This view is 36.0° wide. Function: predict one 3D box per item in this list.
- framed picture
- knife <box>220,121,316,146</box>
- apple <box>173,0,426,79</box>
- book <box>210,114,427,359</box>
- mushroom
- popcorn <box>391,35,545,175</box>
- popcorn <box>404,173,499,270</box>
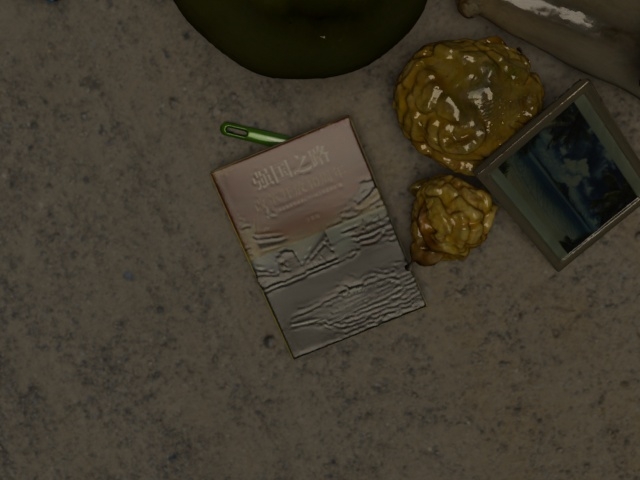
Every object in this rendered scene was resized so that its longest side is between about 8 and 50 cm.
[{"bbox_3d":[0.419,-0.101,1.653,0.232,0.024,0.315,-41,129,9],"label":"framed picture"},{"bbox_3d":[-0.070,-0.183,1.727,0.212,0.015,0.054,12,101,-1],"label":"knife"},{"bbox_3d":[-0.034,-0.462,1.469,0.474,0.473,0.473,0,102,1],"label":"apple"},{"bbox_3d":[0.000,0.000,1.732,0.263,0.028,0.373,-22,102,5],"label":"book"},{"bbox_3d":[0.423,-0.366,1.622,0.408,0.137,0.154,22,115,-10],"label":"mushroom"},{"bbox_3d":[0.249,-0.223,1.632,0.250,0.190,0.250,0,90,0],"label":"popcorn"},{"bbox_3d":[0.222,-0.040,1.677,0.140,0.194,0.163,10,61,-6],"label":"popcorn"}]
